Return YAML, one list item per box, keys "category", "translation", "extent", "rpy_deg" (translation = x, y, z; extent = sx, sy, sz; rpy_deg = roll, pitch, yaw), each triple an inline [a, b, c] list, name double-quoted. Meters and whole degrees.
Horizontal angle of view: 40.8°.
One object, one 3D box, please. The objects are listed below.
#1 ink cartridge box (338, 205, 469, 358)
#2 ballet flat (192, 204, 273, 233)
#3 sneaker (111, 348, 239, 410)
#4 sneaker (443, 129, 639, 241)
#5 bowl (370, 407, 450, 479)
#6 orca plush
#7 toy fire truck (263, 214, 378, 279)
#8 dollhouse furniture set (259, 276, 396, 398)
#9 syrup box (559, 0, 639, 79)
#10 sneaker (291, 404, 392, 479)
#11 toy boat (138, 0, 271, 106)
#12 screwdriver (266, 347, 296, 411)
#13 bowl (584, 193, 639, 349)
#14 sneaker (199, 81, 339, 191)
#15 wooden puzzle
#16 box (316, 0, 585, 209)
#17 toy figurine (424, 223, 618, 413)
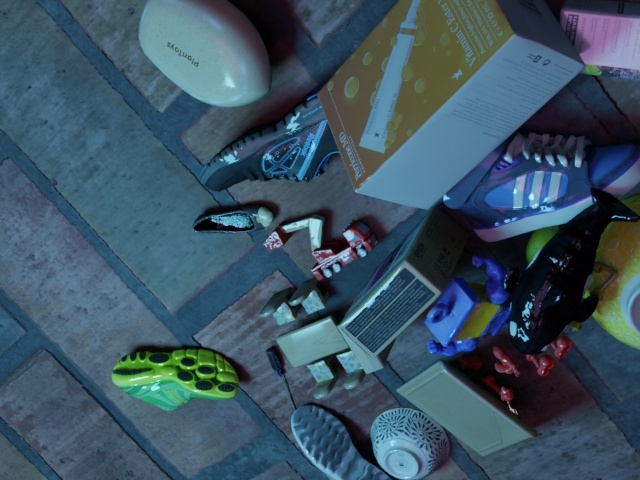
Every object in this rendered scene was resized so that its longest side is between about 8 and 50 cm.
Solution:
- category: "ink cartridge box"
  translation: [0.149, 0.068, 1.499]
  extent: [0.088, 0.235, 0.193]
  rpy_deg: [41, 122, -2]
- category: "ballet flat"
  translation: [-0.170, -0.033, 1.680]
  extent: [0.173, 0.049, 0.058]
  rpy_deg: [-7, 113, 24]
- category: "sneaker"
  translation: [-0.309, 0.308, 1.892]
  extent: [0.295, 0.110, 0.124]
  rpy_deg: [2, 139, 18]
- category: "sneaker"
  translation: [0.331, -0.146, 1.379]
  extent: [0.322, 0.130, 0.236]
  rpy_deg: [-23, 110, 35]
- category: "bowl"
  translation: [0.175, 0.436, 1.767]
  extent: [0.170, 0.080, 0.170]
  rpy_deg: [9, 118, 16]
- category: "orca plush"
  translation: [0.382, 0.069, 1.309]
  extent: [0.151, 0.102, 0.287]
  rpy_deg: [39, 109, -8]
- category: "toy fire truck"
  translation: [0.000, 0.000, 1.632]
  extent: [0.192, 0.047, 0.135]
  rpy_deg: [-32, 100, 30]
- category: "dollhouse furniture set"
  translation: [0.019, 0.192, 1.655]
  extent: [0.242, 0.161, 0.212]
  rpy_deg: [-25, 105, 29]
- category: "syrup box"
  translation: [0.474, -0.294, 1.270]
  extent: [0.236, 0.096, 0.093]
  rpy_deg: [11, 119, 17]
- category: "sneaker"
  translation: [0.033, 0.475, 1.826]
  extent: [0.281, 0.105, 0.115]
  rpy_deg: [48, 151, 8]
- category: "toy boat"
  translation: [-0.159, -0.383, 1.459]
  extent: [0.267, 0.148, 0.318]
  rpy_deg: [39, 130, 5]
- category: "screwdriver"
  translation: [-0.079, 0.298, 1.837]
  extent: [0.024, 0.025, 0.170]
  rpy_deg: [-9, 121, 24]
- category: "bowl"
  translation: [0.558, 0.080, 1.393]
  extent: [0.289, 0.156, 0.290]
  rpy_deg: [9, 119, 17]
- category: "sneaker"
  translation: [-0.072, -0.150, 1.539]
  extent: [0.340, 0.125, 0.140]
  rpy_deg: [-25, 106, 30]
- category: "wooden puzzle"
  translation: [0.276, 0.318, 1.638]
  extent: [0.221, 0.044, 0.239]
  rpy_deg: [38, 154, 0]
- category: "box"
  translation: [0.183, -0.242, 1.304]
  extent: [0.345, 0.168, 0.215]
  rpy_deg: [-45, 51, 35]
- category: "toy figurine"
  translation: [0.288, 0.120, 1.440]
  extent: [0.217, 0.191, 0.363]
  rpy_deg: [5, 129, -31]
